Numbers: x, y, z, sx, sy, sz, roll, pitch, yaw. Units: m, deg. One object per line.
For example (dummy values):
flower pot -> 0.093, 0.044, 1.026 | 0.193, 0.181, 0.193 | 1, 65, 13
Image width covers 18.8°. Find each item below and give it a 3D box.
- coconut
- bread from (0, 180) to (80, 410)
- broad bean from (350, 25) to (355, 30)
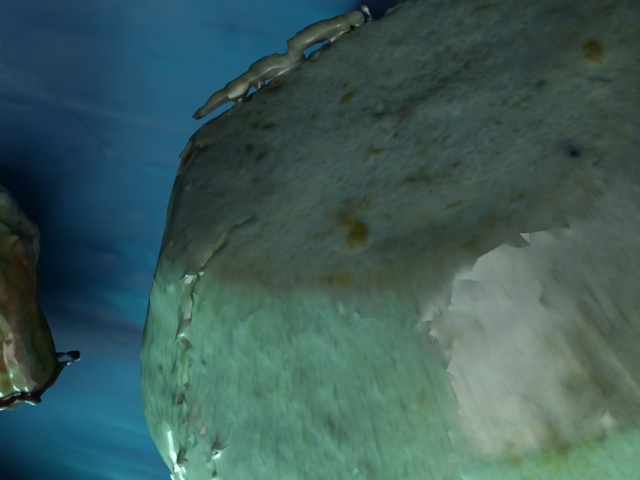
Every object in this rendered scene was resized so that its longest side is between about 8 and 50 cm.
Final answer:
coconut -> 0.104, 0.056, 0.916 | 0.346, 0.346, 0.360 | -21, 129, 15
bread -> -0.261, 0.046, 1.049 | 0.244, 0.190, 0.123 | -14, 109, 1
broad bean -> 0.000, 0.000, 1.066 | 0.052, 0.053, 0.256 | 30, 113, 33
